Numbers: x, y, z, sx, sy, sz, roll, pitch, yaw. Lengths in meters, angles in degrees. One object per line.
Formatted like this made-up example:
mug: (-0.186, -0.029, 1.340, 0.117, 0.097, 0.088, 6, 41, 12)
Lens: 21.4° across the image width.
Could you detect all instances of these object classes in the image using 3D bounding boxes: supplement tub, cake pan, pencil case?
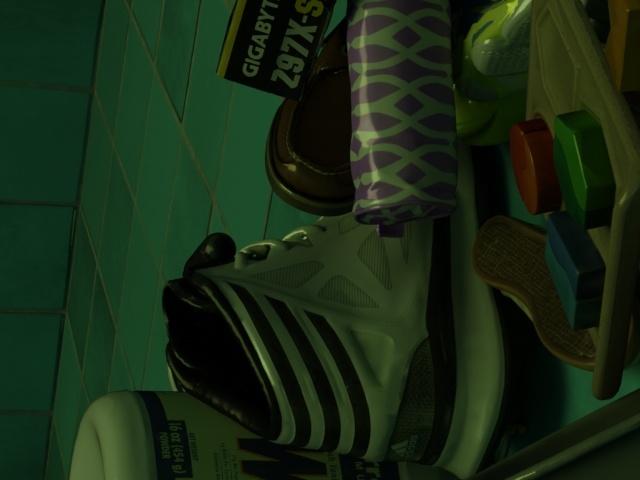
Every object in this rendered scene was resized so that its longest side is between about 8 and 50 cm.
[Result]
supplement tub: (-0.036, 0.244, 1.412, 0.235, 0.325, 0.235, -178, 90, -73)
cake pan: (0.169, 0.115, 0.909, 0.054, 0.293, 0.293, 63, 157, 7)
pencil case: (0.058, -0.112, 1.283, 0.088, 0.086, 0.206, 153, 119, -65)

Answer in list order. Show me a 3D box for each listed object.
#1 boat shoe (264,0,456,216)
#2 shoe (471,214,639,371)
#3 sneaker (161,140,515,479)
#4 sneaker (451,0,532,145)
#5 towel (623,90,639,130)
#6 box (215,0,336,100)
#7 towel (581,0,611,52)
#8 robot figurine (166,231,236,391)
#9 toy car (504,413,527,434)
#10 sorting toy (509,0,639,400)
boat shoe: (0.040, -0.143, 1.400, 0.307, 0.111, 0.104, -62, -7, -48)
shoe: (0.181, 0.037, 1.220, 0.076, 0.058, 0.219, -62, 27, 11)
sneaker: (0.000, -0.001, 1.406, 0.447, 0.257, 0.169, -97, 18, -51)
sneaker: (0.143, -0.173, 1.296, 0.240, 0.091, 0.126, 125, 144, -61)
towel: (0.214, -0.045, 0.963, 0.144, 0.029, 0.197, 57, 176, 9)
box: (0.007, -0.309, 1.342, 0.322, 0.079, 0.257, -78, 7, -46)
towel: (0.230, -0.277, 0.995, 0.320, 0.090, 0.374, -132, 42, -71)
robot figurine: (-0.065, 0.115, 1.773, 0.278, 0.173, 0.209, 141, 142, -67)
toy car: (0.147, 0.192, 1.315, 0.122, 0.040, 0.060, -112, 30, -51)
sorting toy: (0.149, -0.077, 1.002, 0.307, 0.041, 0.229, 84, 177, -52)
